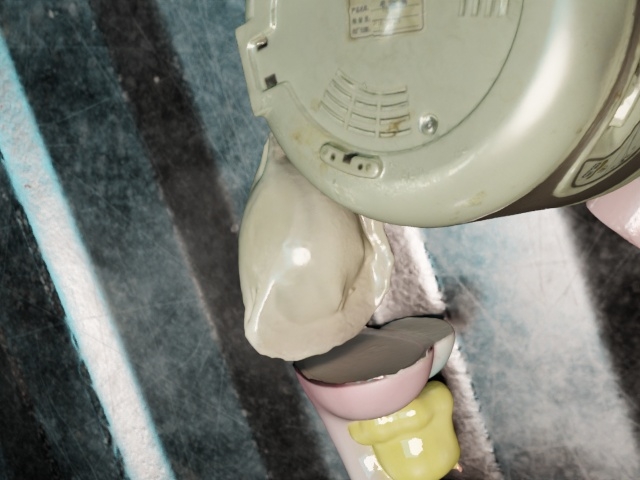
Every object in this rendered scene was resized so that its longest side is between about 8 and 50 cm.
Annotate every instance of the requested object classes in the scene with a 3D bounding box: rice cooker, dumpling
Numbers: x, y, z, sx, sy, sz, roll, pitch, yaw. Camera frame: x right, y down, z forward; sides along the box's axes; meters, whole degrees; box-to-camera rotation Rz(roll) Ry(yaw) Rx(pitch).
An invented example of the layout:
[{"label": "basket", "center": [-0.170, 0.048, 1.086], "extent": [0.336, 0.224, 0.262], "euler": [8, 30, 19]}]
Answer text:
[{"label": "rice cooker", "center": [0.119, -0.146, 0.550], "extent": [0.288, 0.277, 0.288], "euler": [5, 97, 39]}, {"label": "dumpling", "center": [0.000, 0.000, 0.736], "extent": [0.151, 0.124, 0.228], "euler": [6, 83, -16]}]

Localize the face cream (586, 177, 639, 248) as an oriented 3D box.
[{"label": "face cream", "center": [0.301, -0.080, 0.606], "extent": [0.084, 0.057, 0.198], "euler": [38, 115, 12]}]

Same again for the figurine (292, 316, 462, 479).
[{"label": "figurine", "center": [0.120, 0.236, 0.699], "extent": [0.284, 0.206, 0.315], "euler": [-12, 103, 37]}]
